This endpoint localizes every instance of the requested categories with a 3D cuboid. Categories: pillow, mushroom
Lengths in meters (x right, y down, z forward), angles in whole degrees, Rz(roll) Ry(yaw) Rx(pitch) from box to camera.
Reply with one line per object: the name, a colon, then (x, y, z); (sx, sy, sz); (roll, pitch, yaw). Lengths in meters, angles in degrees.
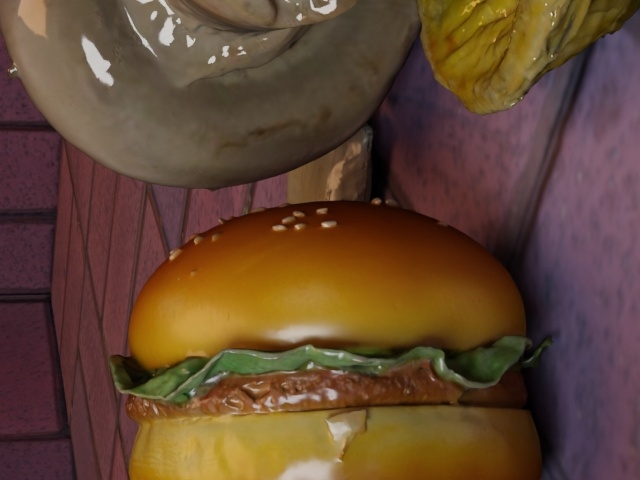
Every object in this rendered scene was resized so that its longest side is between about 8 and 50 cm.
pillow: (0.000, 0.000, 0.934); (0.128, 0.050, 0.229); (-142, 53, -58)
mushroom: (-0.041, -0.165, 0.707); (0.290, 0.292, 0.293); (-159, 70, -63)

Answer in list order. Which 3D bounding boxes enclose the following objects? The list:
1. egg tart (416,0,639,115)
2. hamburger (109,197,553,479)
egg tart: (0.104, -0.152, 0.586); (0.191, 0.074, 0.191); (179, 90, -72)
hamburger: (0.006, 0.061, 0.649); (0.246, 0.246, 0.170); (146, 124, -68)
